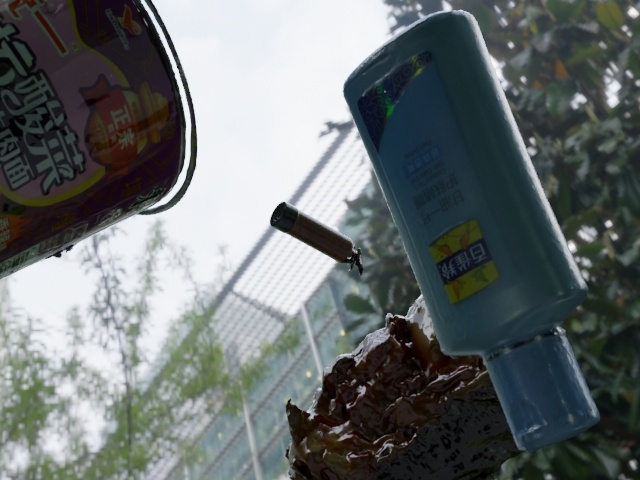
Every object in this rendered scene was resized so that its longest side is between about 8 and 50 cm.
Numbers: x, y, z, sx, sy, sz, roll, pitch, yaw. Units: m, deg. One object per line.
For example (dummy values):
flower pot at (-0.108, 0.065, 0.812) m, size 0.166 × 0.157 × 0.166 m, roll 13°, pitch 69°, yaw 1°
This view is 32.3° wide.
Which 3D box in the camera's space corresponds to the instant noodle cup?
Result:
instant noodle cup at (-0.317, -0.105, 0.963) m, size 0.266 × 0.340 × 0.339 m, roll -38°, pitch -44°, yaw -35°

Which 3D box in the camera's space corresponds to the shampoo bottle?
shampoo bottle at (0.095, -0.003, 0.663) m, size 0.061 × 0.258 × 0.104 m, roll -5°, pitch -21°, yaw -46°

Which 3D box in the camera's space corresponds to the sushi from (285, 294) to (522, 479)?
sushi at (0.127, 0.179, 1.210) m, size 0.343 × 0.196 × 0.182 m, roll -44°, pitch -36°, yaw -1°

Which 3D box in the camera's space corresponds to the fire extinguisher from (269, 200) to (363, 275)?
fire extinguisher at (0.000, 0.000, 0.843) m, size 0.083 × 0.028 × 0.022 m, roll 30°, pitch -42°, yaw -26°
